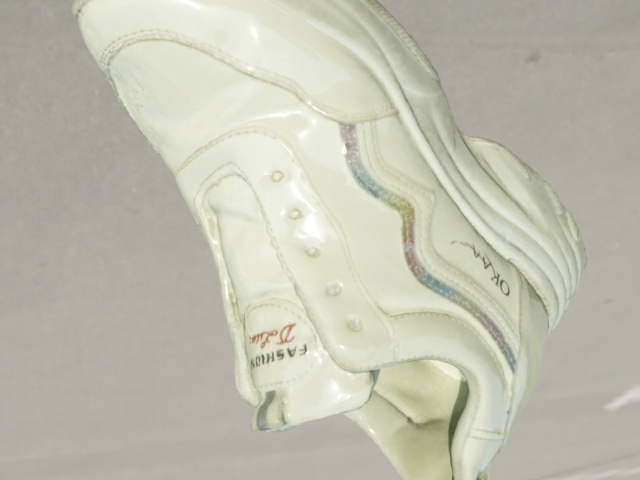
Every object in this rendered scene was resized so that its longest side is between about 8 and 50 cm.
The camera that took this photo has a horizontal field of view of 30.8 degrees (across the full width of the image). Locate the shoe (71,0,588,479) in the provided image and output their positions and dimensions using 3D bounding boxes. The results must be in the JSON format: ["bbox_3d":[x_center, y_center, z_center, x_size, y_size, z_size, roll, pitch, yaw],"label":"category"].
[{"bbox_3d":[0.000,0.000,0.604,0.342,0.210,0.132,39,140,-23],"label":"shoe"}]
